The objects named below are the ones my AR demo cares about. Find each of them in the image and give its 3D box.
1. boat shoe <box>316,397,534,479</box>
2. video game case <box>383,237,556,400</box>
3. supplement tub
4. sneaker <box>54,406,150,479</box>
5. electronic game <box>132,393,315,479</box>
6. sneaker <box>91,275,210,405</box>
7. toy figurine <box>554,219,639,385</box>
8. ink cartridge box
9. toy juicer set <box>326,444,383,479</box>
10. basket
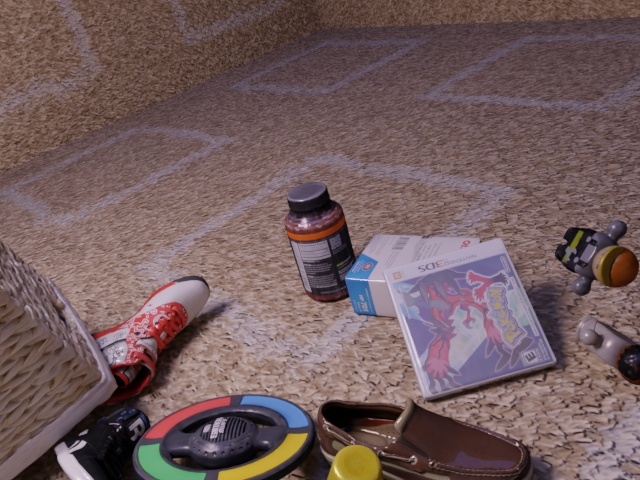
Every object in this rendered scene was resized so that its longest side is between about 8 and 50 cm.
[{"bbox_3d":[0.110,0.234,0.739,0.258,0.095,0.095,-2,31,24],"label":"boat shoe"},{"bbox_3d":[0.203,0.105,0.897,0.184,0.023,0.201,-16,60,0],"label":"video game case"},{"bbox_3d":[0.000,0.000,1.104,0.106,0.197,0.106,-12,28,6],"label":"supplement tub"},{"bbox_3d":[-0.272,0.270,0.831,0.121,0.079,0.217,-33,13,-27],"label":"sneaker"},{"bbox_3d":[-0.121,0.255,0.812,0.230,0.048,0.229,-6,13,1],"label":"electronic game"},{"bbox_3d":[-0.280,0.168,1.062,0.270,0.090,0.145,-31,33,-20],"label":"sneaker"},{"bbox_3d":[0.414,0.061,0.774,0.210,0.212,0.148,-16,15,-3],"label":"toy figurine"},{"bbox_3d":[0.157,0.058,1.044,0.191,0.082,0.139,4,34,29],"label":"ink cartridge box"},{"bbox_3d":[-0.002,0.362,0.598,0.209,0.089,0.329,33,49,32],"label":"toy juicer set"},{"bbox_3d":[-0.540,0.168,0.908,0.331,0.266,0.328,-41,44,-13],"label":"basket"}]
